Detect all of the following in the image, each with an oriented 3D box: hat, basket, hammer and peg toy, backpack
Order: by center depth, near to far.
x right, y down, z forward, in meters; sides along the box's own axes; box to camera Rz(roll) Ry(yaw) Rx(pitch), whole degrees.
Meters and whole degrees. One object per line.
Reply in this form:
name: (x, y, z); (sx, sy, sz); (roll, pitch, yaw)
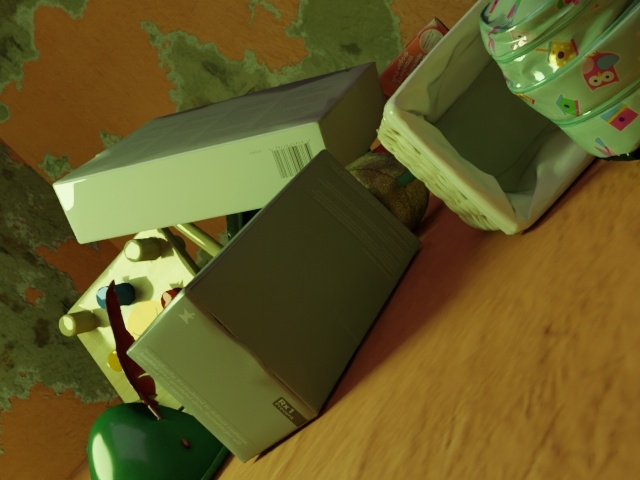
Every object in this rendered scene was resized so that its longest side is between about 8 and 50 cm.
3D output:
backpack: (0.170, -0.130, 0.394); (0.182, 0.115, 0.152); (-48, 6, 15)
basket: (0.128, -0.096, 0.521); (0.167, 0.113, 0.103); (-47, 0, -5)
hat: (-0.192, 0.162, 0.725); (0.173, 0.183, 0.208); (-47, 4, -5)
hammer and peg toy: (-0.233, 0.098, 1.280); (0.361, 0.266, 0.127); (-46, -15, 20)

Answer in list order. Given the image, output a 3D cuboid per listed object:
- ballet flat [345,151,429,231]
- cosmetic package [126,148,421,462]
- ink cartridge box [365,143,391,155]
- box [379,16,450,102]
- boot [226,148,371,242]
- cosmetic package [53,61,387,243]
ballet flat: (0.000, 0.000, 0.899); (0.123, 0.123, 0.348); (-49, 10, -36)
cosmetic package: (-0.025, 0.041, 0.641); (0.107, 0.127, 0.238); (-42, 4, 41)
ink cartridge box: (0.055, -0.051, 1.057); (0.134, 0.078, 0.231); (-46, 4, -5)
box: (0.189, -0.266, 1.353); (0.154, 0.142, 0.300); (-45, 4, 15)
boot: (-0.027, -0.045, 1.361); (0.260, 0.348, 0.131); (-4, -5, -4)
cosmetic package: (-0.119, -0.123, 1.092); (0.377, 0.098, 0.284); (-10, 24, 22)
